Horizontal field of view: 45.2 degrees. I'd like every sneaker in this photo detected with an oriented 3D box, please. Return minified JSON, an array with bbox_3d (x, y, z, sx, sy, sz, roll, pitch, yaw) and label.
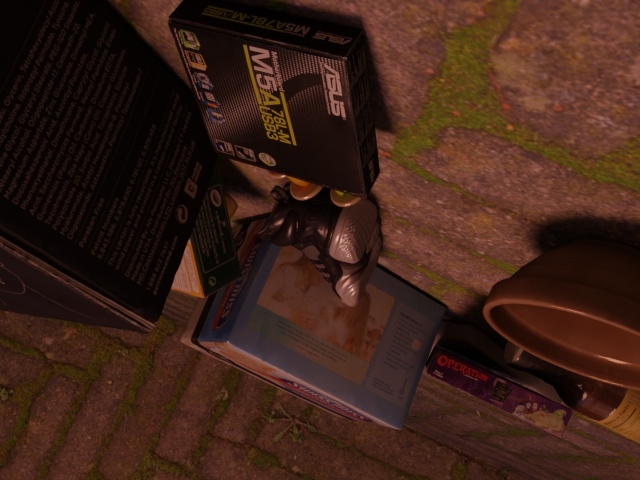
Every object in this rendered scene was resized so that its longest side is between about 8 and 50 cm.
[{"bbox_3d":[0.000,0.000,1.091,0.153,0.101,0.269,21,158,14],"label":"sneaker"}]

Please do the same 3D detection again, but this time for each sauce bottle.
[{"bbox_3d":[0.438,0.223,1.144,0.344,0.111,0.111,28,164,-5],"label":"sauce bottle"}]

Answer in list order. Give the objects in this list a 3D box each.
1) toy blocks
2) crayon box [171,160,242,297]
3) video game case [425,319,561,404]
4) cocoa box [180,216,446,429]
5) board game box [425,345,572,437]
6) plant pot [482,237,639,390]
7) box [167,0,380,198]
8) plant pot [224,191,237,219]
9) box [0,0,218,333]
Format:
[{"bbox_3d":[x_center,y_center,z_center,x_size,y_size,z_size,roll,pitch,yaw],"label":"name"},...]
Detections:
[{"bbox_3d":[-0.028,-0.101,0.883,0.123,0.054,0.148,11,159,42],"label":"toy blocks"},{"bbox_3d":[-0.271,-0.046,1.168,0.322,0.083,0.203,10,118,40],"label":"crayon box"},{"bbox_3d":[0.272,0.232,1.534,0.329,0.036,0.300,36,161,-35],"label":"video game case"},{"bbox_3d":[-0.011,0.140,1.297,0.347,0.232,0.228,31,162,-22],"label":"cocoa box"},{"bbox_3d":[0.275,0.235,1.258,0.208,0.056,0.347,28,177,9],"label":"board game box"},{"bbox_3d":[0.310,0.073,0.845,0.237,0.110,0.237,23,164,7],"label":"plant pot"},{"bbox_3d":[-0.039,-0.135,0.744,0.184,0.045,0.191,20,150,21],"label":"box"},{"bbox_3d":[-0.217,-0.041,1.268,0.134,0.095,0.134,22,164,7],"label":"plant pot"},{"bbox_3d":[-0.453,-0.132,0.868,0.479,0.298,0.472,4,157,30],"label":"box"}]
